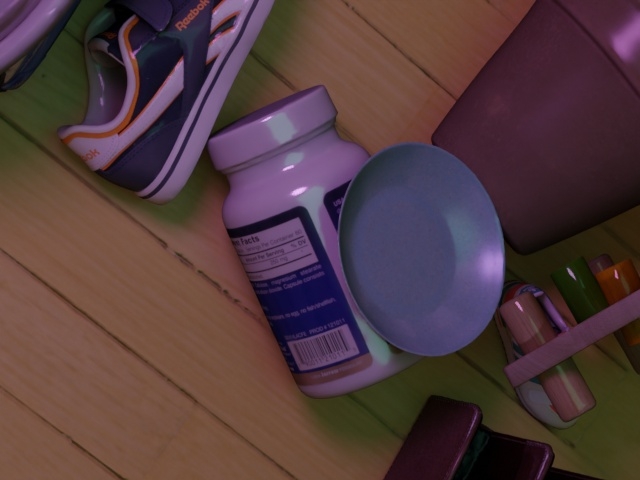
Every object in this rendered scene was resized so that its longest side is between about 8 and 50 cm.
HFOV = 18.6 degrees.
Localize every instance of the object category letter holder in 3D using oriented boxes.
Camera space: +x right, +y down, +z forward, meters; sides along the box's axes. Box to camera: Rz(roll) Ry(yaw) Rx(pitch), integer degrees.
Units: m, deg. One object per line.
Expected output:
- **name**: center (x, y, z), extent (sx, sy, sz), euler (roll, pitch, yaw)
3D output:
- **letter holder**: center (0.130, 0.318, 1.830), extent (0.152, 0.214, 0.302), euler (33, 80, -17)

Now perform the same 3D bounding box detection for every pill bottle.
- **pill bottle**: center (0.000, 0.000, 1.816), extent (0.153, 0.153, 0.265), euler (-26, 99, -18)

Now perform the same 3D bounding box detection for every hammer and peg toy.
- **hammer and peg toy**: center (0.348, 0.031, 1.847), extent (0.361, 0.266, 0.127), euler (-20, 78, -56)

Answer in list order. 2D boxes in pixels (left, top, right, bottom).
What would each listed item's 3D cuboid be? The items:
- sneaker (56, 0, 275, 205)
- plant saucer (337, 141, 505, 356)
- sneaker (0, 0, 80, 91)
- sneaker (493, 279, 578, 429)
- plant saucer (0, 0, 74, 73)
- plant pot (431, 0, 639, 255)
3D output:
- **sneaker**: center (-0.130, -0.201, 1.783), extent (0.127, 0.126, 0.321), euler (26, 83, -24)
- **plant saucer**: center (0.083, 0.009, 1.756), extent (0.195, 0.037, 0.195), euler (7, 78, -37)
- **sneaker**: center (-0.202, -0.270, 1.747), extent (0.147, 0.130, 0.330), euler (22, 105, -53)
- **sneaker**: center (0.223, 0.116, 1.938), extent (0.057, 0.075, 0.161), euler (-23, 98, -18)
- **plant saucer**: center (-0.340, -0.299, 1.661), extent (0.400, 0.100, 0.400), euler (-2, 82, 17)
- **plant pot**: center (0.235, -0.113, 1.872), extent (0.229, 0.263, 0.263), euler (-37, 103, 3)
